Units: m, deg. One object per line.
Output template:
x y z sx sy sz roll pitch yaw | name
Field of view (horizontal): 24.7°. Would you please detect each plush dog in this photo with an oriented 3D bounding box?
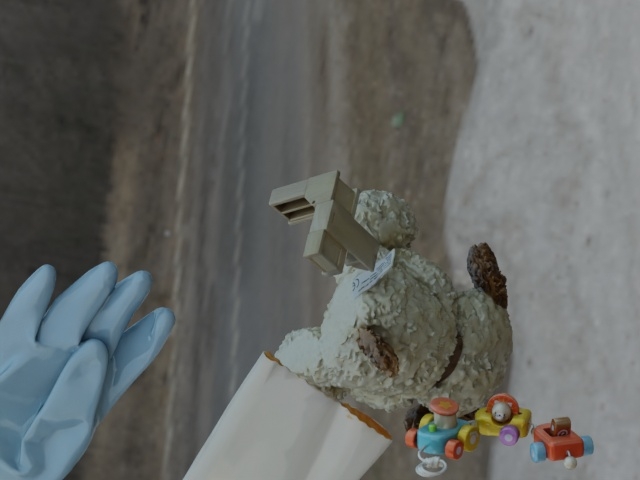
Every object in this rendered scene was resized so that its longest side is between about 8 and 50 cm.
0.108 0.103 1.551 0.210 0.225 0.262 35 107 58 | plush dog

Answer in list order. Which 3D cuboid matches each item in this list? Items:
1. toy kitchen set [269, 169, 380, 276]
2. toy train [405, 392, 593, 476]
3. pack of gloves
0.000 0.000 1.229 0.075 0.068 0.083 -15 48 37 | toy kitchen set
0.163 0.177 1.365 0.125 0.166 0.046 -123 30 -73 | toy train
-0.110 0.125 0.758 0.232 0.195 0.046 -51 12 15 | pack of gloves
